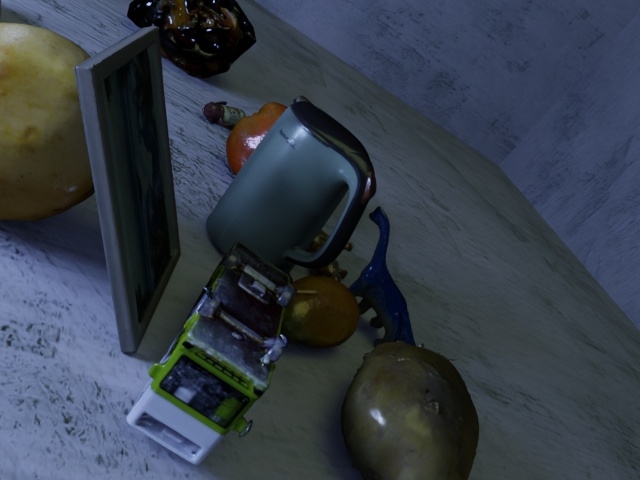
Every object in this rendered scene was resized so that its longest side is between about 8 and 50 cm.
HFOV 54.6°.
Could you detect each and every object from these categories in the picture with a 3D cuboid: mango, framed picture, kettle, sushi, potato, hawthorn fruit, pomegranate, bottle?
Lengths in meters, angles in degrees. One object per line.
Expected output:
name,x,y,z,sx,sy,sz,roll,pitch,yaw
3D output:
mango,-0.010,0.105,0.927,0.164,0.089,0.115,11,44,-42
framed picture,-0.207,-0.066,0.711,0.024,0.315,0.232,0,28,1
kettle,-0.033,-0.066,0.978,0.165,0.255,0.240,12,32,-52
sushi,-0.307,-0.507,1.490,0.227,0.215,0.213,49,19,-37
potato,0.127,0.229,0.833,0.191,0.141,0.296,42,20,0
hawthorn fruit,-0.089,-0.171,1.204,0.189,0.189,0.189,32,24,-16
pomegranate,-0.339,-0.128,0.698,0.233,0.233,0.233,32,24,-16
bottle,-0.213,-0.277,1.366,0.101,0.047,0.063,7,30,-49

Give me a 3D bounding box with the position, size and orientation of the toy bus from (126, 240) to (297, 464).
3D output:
toy bus,-0.109,0.107,0.715,0.113,0.139,0.302,36,15,-8

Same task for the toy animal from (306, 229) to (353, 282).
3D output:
toy animal,0.000,0.000,1.166,0.099,0.057,0.241,18,32,-41

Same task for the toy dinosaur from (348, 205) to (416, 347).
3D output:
toy dinosaur,0.128,0.090,1.031,0.248,0.188,0.075,46,31,13
